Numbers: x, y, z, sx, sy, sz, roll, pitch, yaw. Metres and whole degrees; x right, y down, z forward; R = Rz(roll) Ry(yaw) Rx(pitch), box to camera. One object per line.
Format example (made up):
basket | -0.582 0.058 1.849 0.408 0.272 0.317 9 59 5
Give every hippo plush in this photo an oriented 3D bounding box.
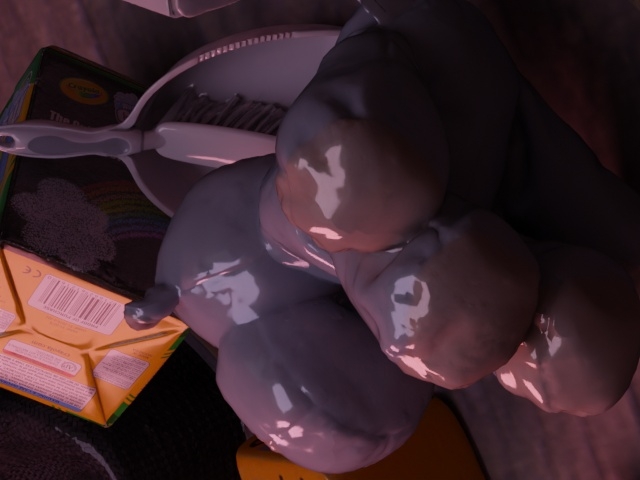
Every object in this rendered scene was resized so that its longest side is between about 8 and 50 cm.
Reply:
hippo plush | 0.000 0.000 0.959 0.236 0.234 0.294 -38 82 32

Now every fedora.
fedora | -0.155 0.154 1.335 0.334 0.152 0.334 26 129 38

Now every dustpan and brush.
dustpan and brush | -0.083 -0.060 1.104 0.211 0.060 0.147 7 124 2

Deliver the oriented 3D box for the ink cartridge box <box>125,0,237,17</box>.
ink cartridge box | -0.096 -0.197 1.075 0.190 0.139 0.082 21 124 40

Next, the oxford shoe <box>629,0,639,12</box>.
oxford shoe | 0.151 -0.170 0.852 0.348 0.123 0.130 60 164 9

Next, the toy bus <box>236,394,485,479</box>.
toy bus | 0.063 0.265 1.182 0.130 0.108 0.333 -3 108 50

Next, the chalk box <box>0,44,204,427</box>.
chalk box | -0.147 -0.020 1.189 0.132 0.213 0.132 24 135 -18
